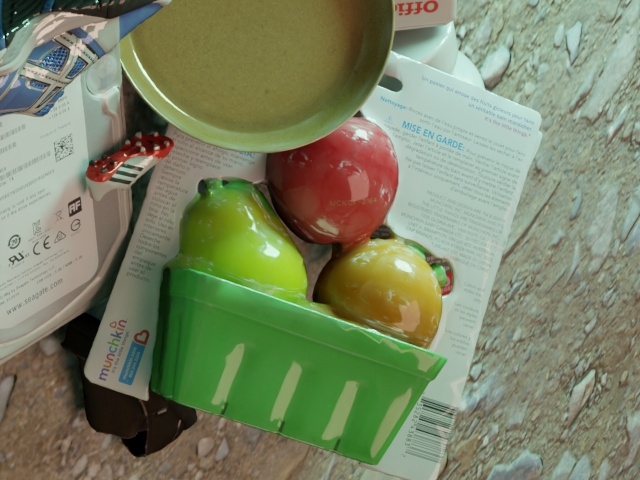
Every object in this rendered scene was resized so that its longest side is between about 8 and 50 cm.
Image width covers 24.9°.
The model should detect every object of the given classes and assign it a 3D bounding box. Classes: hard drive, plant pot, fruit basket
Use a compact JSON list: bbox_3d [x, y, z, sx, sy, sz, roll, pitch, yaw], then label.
[{"bbox_3d":[-0.247,-0.063,1.081,0.237,0.064,0.339,-34,137,-40],"label":"hard drive"},{"bbox_3d":[-0.057,-0.185,1.170,0.236,0.236,0.032,-56,-171,-12],"label":"plant pot"},{"bbox_3d":[0.000,0.000,1.253,0.327,0.165,0.353,19,78,-17],"label":"fruit basket"}]

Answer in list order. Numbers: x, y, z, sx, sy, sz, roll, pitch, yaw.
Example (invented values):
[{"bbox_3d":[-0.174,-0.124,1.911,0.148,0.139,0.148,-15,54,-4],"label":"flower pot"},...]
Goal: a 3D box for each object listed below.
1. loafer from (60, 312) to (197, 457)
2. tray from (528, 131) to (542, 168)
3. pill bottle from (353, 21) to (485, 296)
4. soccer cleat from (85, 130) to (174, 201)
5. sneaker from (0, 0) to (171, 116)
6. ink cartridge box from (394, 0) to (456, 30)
[{"bbox_3d":[-0.177,0.141,1.311,0.078,0.080,0.220,-54,147,-16],"label":"loafer"},{"bbox_3d":[0.143,-0.016,1.630,0.030,0.145,0.270,26,90,-30],"label":"tray"},{"bbox_3d":[0.082,-0.089,1.435,0.176,0.176,0.319,-46,144,-26],"label":"pill bottle"},{"bbox_3d":[-0.150,-0.059,1.141,0.083,0.029,0.036,-32,145,-36],"label":"soccer cleat"},{"bbox_3d":[-0.190,-0.137,0.988,0.211,0.080,0.081,-29,141,-30],"label":"sneaker"},{"bbox_3d":[0.041,-0.288,1.255,0.148,0.086,0.203,-6,129,-7],"label":"ink cartridge box"}]
